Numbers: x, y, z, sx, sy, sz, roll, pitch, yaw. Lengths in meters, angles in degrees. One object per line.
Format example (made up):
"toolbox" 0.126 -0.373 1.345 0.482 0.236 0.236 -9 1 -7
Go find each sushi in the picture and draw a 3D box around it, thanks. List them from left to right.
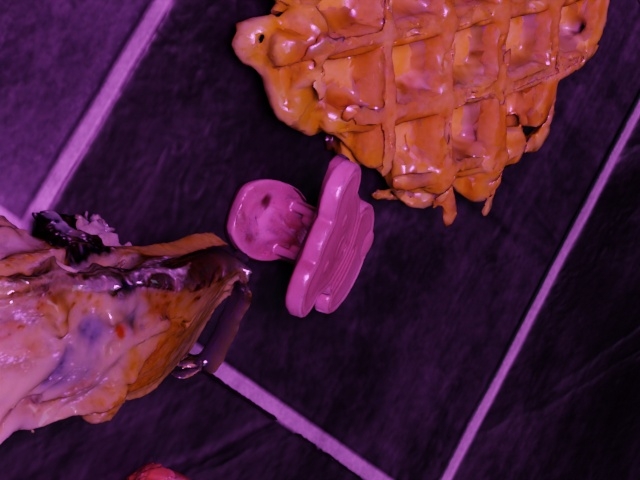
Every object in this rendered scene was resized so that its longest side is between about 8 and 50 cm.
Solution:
"sushi" -0.181 0.053 1.186 0.291 0.131 0.139 -2 125 -48

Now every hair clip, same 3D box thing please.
"hair clip" 0.008 0.003 1.344 0.138 0.102 0.123 27 85 -42

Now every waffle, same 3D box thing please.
"waffle" 0.104 -0.219 1.388 0.379 0.095 0.382 35 79 -43

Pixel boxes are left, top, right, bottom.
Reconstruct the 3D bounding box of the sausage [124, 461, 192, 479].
"sausage" -0.102 0.217 1.319 0.076 0.076 0.141 -55 128 -17
